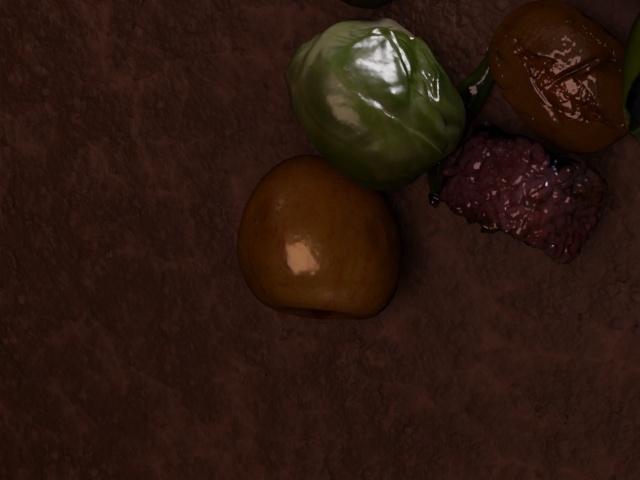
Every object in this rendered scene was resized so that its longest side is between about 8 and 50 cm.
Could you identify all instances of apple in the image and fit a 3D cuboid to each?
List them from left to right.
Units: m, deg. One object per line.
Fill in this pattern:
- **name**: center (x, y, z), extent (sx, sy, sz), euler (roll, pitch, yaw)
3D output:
- **apple**: center (0.000, 0.000, 1.967), extent (0.299, 0.299, 0.275), euler (1, 73, 24)

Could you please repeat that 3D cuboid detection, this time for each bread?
- **bread**: center (0.400, -0.266, 1.806), extent (0.195, 0.143, 0.269), euler (-45, 79, 24)

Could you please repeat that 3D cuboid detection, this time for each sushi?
- **sushi**: center (0.333, -0.085, 1.830), extent (0.270, 0.237, 0.170), euler (34, 103, 48)

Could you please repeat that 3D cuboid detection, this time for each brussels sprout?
- **brussels sprout**: center (0.096, -0.226, 1.855), extent (0.247, 0.328, 0.328), euler (-28, 88, 28)

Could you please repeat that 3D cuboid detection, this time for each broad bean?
- **broad bean**: center (0.234, -0.197, 1.948), extent (0.060, 0.043, 0.297), euler (25, 111, 6)

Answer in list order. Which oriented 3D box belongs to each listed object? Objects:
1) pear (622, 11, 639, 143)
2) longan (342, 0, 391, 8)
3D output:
- **pear**: center (0.603, -0.303, 1.622), extent (0.399, 0.399, 0.165), euler (-34, 59, 26)
- **longan**: center (0.073, -0.500, 1.880), extent (0.197, 0.196, 0.220), euler (-3, 102, 25)
